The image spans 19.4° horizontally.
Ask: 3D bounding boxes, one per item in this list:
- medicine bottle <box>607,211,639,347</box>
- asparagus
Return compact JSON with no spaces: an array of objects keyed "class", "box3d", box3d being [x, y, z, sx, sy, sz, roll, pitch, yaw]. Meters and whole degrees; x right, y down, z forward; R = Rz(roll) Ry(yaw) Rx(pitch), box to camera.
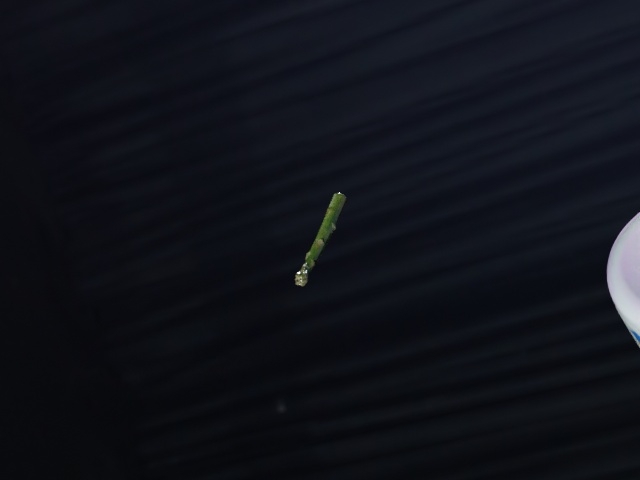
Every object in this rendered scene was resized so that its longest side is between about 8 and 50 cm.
[{"class":"medicine bottle","box3d":[0.381,0.077,1.807,0.254,0.152,0.152,49,-146,-49]},{"class":"asparagus","box3d":[0.000,0.000,1.873,0.018,0.015,0.127,55,-138,-31]}]
